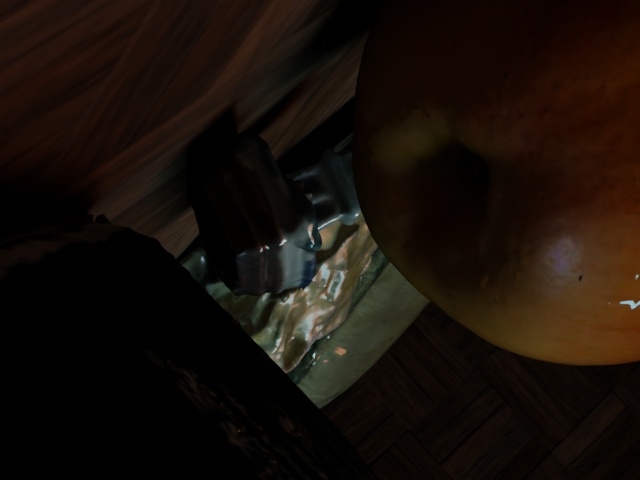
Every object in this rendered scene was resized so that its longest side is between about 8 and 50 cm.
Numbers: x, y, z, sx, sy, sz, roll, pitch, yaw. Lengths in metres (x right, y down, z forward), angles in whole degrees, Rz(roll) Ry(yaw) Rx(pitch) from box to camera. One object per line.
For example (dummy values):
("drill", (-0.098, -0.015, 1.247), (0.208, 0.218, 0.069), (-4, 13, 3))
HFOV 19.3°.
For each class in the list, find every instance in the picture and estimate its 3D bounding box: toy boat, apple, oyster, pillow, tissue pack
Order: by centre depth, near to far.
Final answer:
("tissue pack", (-0.014, 0.219, 0.502), (0.253, 0.416, 0.264), (-44, -178, 3))
("apple", (0.102, -0.049, 0.658), (0.199, 0.199, 0.199), (-41, 176, -4))
("toy boat", (-0.013, -0.012, 0.695), (0.066, 0.059, 0.140), (-24, 175, -8))
("oyster", (0.004, -0.005, 0.879), (0.209, 0.072, 0.133), (-42, 179, -17))
("pillow", (0.057, -0.021, 1.026), (0.302, 0.075, 0.185), (-53, 180, 36))
